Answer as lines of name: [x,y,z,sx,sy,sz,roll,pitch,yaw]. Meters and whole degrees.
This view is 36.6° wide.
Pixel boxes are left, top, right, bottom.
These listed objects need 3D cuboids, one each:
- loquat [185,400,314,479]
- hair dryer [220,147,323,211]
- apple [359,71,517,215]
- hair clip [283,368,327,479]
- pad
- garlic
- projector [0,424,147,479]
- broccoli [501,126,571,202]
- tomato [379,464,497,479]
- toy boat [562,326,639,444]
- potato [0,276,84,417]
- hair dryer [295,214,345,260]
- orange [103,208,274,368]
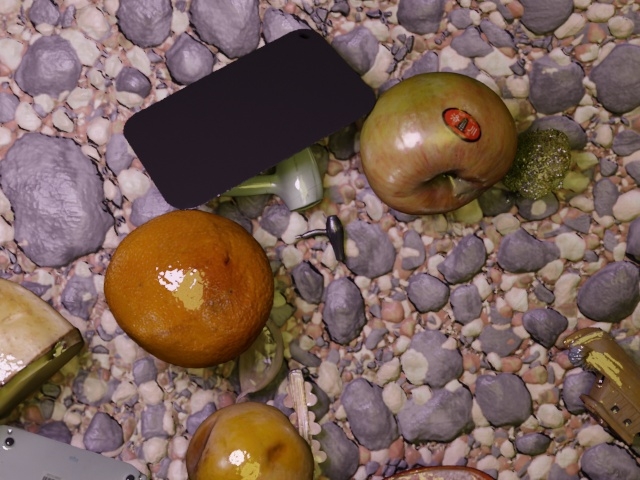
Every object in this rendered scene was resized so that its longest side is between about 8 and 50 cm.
loquat: [-0.119,0.354,1.523,0.213,0.213,0.213,0,89,-10]
hair dryer: [-0.127,-0.132,1.614,0.237,0.075,0.206,-15,85,-1]
apple: [0.186,-0.156,1.570,0.261,0.261,0.194,-6,57,-10]
hair clip: [-0.026,0.322,1.625,0.062,0.056,0.214,-7,82,7]
pad: [-0.097,-0.166,1.556,0.375,0.063,0.315,-29,54,-10]
garlic: [-0.099,0.192,1.609,0.084,0.066,0.152,-6,86,18]
projector: [-0.416,0.419,1.484,0.250,0.108,0.198,21,55,-9]
broccoli: [0.373,-0.129,1.666,0.120,0.130,0.131,28,49,-48]
tomato: [0.179,0.525,1.608,0.338,0.144,0.338,1,87,-14]
toy boat: [0.539,0.289,1.699,0.121,0.089,0.321,-42,98,-2]
potato: [-0.532,0.165,1.463,0.285,0.242,0.242,-39,96,11]
hair dryer: [0.000,0.000,1.646,0.083,0.031,0.079,-9,100,4]
orange: [-0.205,0.075,1.498,0.264,0.264,0.264,0,89,-10]
